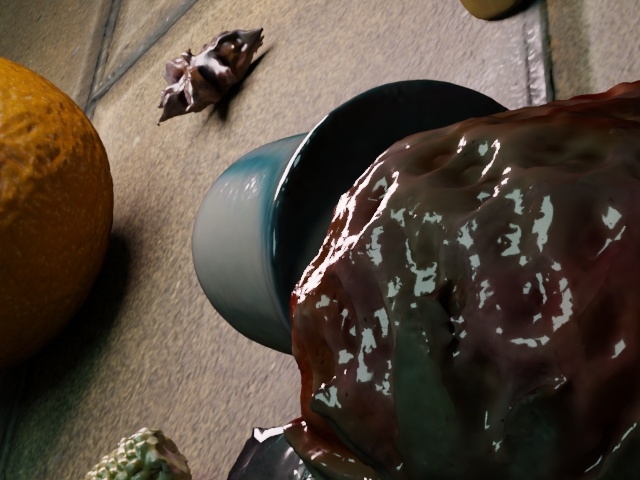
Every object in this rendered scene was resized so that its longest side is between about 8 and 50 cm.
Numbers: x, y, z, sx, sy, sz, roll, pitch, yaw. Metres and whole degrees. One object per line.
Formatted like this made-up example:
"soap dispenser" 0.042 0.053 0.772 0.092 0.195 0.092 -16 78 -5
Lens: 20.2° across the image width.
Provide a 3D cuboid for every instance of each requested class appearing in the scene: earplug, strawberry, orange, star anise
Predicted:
"earplug" 0.000 0.000 1.139 0.185 0.185 0.324 -60 19 -11
"strawberry" 0.130 -0.002 0.749 0.265 0.149 0.336 -8 16 43
"orange" -0.359 -0.017 1.667 0.357 0.322 0.322 -36 28 59
"star anise" -0.117 -0.155 1.693 0.124 0.056 0.129 -50 24 -18

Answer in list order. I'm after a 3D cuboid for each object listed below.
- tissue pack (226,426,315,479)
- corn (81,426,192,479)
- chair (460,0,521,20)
"tissue pack" 0.017 0.243 0.841 0.245 0.123 0.332 -9 53 48
"corn" -0.195 0.250 1.274 0.288 0.086 0.086 -47 25 13
"chair" 0.107 -0.308 1.321 0.172 0.247 0.158 -44 9 -28
